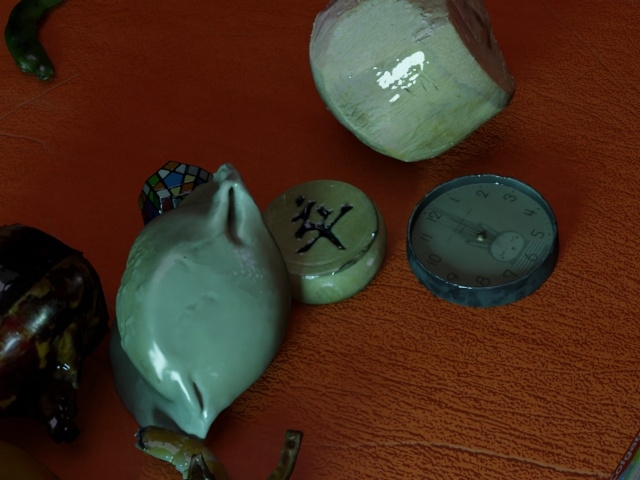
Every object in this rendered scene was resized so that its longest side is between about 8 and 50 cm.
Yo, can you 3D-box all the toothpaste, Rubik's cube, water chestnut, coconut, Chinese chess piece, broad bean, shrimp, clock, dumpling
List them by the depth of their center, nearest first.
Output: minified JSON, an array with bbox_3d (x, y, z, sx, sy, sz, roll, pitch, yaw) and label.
[{"bbox_3d":[0.400,0.232,1.198,0.044,0.070,0.193,41,65,2],"label":"toothpaste"},{"bbox_3d":[-0.194,0.307,1.228,0.161,0.049,0.166,-40,72,-19],"label":"shrimp"},{"bbox_3d":[-0.393,0.135,1.307,0.300,0.300,0.300,-5,51,7],"label":"water chestnut"},{"bbox_3d":[-0.174,0.068,1.334,0.270,0.212,0.320,25,60,24],"label":"dumpling"},{"bbox_3d":[0.225,-0.005,1.425,0.215,0.042,0.215,-6,51,7],"label":"clock"},{"bbox_3d":[0.000,0.000,1.440,0.188,0.083,0.188,-6,53,8],"label":"Chinese chess piece"},{"bbox_3d":[0.124,-0.261,1.499,0.254,0.297,0.297,-25,45,27],"label":"coconut"},{"bbox_3d":[-0.203,-0.054,1.503,0.133,0.112,0.133,-5,50,6],"label":"Rubik's cube"},{"bbox_3d":[-0.514,-0.405,1.888,0.144,0.049,0.292,5,52,13],"label":"broad bean"}]

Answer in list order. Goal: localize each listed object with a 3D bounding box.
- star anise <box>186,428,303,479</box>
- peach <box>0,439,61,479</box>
[{"bbox_3d":[-0.110,0.385,1.116,0.349,0.109,0.292,-31,77,-16],"label":"star anise"},{"bbox_3d":[-0.453,0.340,1.145,0.380,0.242,0.306,-4,39,14],"label":"peach"}]
